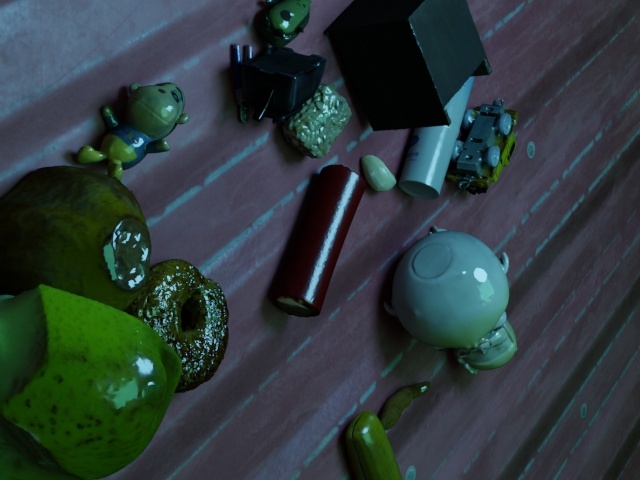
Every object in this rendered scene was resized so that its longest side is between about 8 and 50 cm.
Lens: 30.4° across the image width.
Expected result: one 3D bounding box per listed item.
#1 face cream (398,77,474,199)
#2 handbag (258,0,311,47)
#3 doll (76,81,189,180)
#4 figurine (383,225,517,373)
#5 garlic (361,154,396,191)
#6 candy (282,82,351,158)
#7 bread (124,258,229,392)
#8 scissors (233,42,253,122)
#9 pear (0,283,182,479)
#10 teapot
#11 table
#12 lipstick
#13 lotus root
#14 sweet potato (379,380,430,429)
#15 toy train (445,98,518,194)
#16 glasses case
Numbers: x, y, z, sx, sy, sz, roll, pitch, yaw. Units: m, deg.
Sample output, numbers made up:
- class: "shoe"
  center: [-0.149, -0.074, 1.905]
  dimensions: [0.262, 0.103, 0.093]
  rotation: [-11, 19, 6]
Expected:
- class: "face cream"
  center: [0.206, -0.199, 2.072]
  dimensions: [0.077, 0.077, 0.250]
  rotation: [41, 61, -47]
- class: "handbag"
  center: [-0.050, -0.332, 1.738]
  dimensions: [0.072, 0.047, 0.111]
  rotation: [44, 52, -3]
- class: "doll"
  center: [-0.229, -0.147, 1.495]
  dimensions: [0.179, 0.102, 0.089]
  rotation: [-56, 176, -40]
- class: "figurine"
  center: [0.263, 0.109, 2.119]
  dimensions: [0.394, 0.226, 0.275]
  rotation: [50, 26, -50]
- class: "garlic"
  center: [0.100, -0.108, 1.969]
  dimensions: [0.083, 0.041, 0.053]
  rotation: [31, 27, -56]
- class: "candy"
  center: [-0.006, -0.183, 1.796]
  dimensions: [0.095, 0.085, 0.110]
  rotation: [47, 67, -34]
- class: "bread"
  center: [-0.189, 0.117, 1.582]
  dimensions: [0.193, 0.064, 0.193]
  rotation: [2, 88, -54]
- class: "scissors"
  center: [-0.111, -0.227, 1.698]
  dimensions: [0.039, 0.012, 0.113]
  rotation: [-7, 98, -53]
- class: "pear"
  center: [-0.279, 0.178, 1.286]
  dimensions: [0.286, 0.281, 0.176]
  rotation: [45, 49, -44]
- class: "teapot"
  center: [-0.056, -0.216, 1.705]
  dimensions: [0.177, 0.087, 0.096]
  rotation: [-45, 147, -58]
- class: "table"
  center: [0.143, -0.304, 1.902]
  dimensions: [0.169, 0.172, 0.193]
  rotation: [-51, 127, -37]
- class: "lipstick"
  center: [0.000, 0.000, 1.811]
  dimensions: [0.080, 0.080, 0.241]
  rotation: [44, 58, -45]
- class: "lotus root"
  center: [-0.267, 0.010, 1.376]
  dimensions: [0.199, 0.180, 0.188]
  rotation: [-45, 123, -41]
- class: "sweet potato"
  center: [0.141, 0.282, 2.054]
  dimensions: [0.179, 0.044, 0.044]
  rotation: [-37, 122, -54]
- class: "toy train"
  center: [0.308, -0.167, 2.207]
  dimensions: [0.219, 0.089, 0.127]
  rotation: [-65, 148, -28]
- class: "glasses case"
  center: [0.098, 0.395, 1.985]
  dimensions: [0.079, 0.064, 0.234]
  rotation: [-52, 131, -47]
